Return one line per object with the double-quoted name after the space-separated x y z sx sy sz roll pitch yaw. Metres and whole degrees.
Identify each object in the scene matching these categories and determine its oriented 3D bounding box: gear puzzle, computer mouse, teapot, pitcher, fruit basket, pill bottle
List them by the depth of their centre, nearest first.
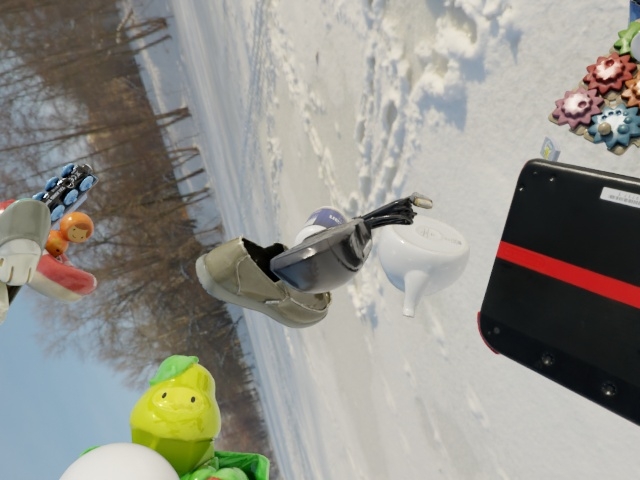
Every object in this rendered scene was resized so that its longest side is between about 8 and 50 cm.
-0.207 0.267 0.484 0.207 0.177 0.126 -15 70 50 "pitcher"
0.051 0.003 0.602 0.262 0.184 0.060 -41 -71 -79 "computer mouse"
0.571 -0.313 0.884 0.044 0.339 0.175 32 -168 -49 "gear puzzle"
-0.273 0.412 0.930 0.283 0.392 0.392 -132 28 -83 "fruit basket"
0.000 0.000 1.078 0.169 0.094 0.094 -61 -35 -60 "pill bottle"
0.257 0.057 1.344 0.252 0.256 0.187 43 131 43 "teapot"

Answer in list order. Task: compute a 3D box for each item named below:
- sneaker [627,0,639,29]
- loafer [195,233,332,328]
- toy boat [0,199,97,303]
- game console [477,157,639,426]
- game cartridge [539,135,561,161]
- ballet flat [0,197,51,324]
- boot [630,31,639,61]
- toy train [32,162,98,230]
0.652 -0.555 1.036 0.130 0.147 0.330 -110 4 -57 "sneaker"
-0.057 0.060 0.738 0.251 0.087 0.094 23 -148 -49 "loafer"
-0.501 0.005 0.973 0.231 0.151 0.151 50 168 6 "toy boat"
0.436 0.078 0.764 0.386 0.060 0.342 25 106 45 "game console"
0.578 -0.227 1.287 0.083 0.017 0.056 -89 6 -53 "game cartridge"
-0.387 0.047 0.628 0.068 0.213 0.072 47 -164 29 "ballet flat"
0.564 -0.337 0.767 0.190 0.086 0.069 172 72 -86 "boot"
-0.615 -0.105 1.225 0.080 0.184 0.105 35 152 -5 "toy train"
